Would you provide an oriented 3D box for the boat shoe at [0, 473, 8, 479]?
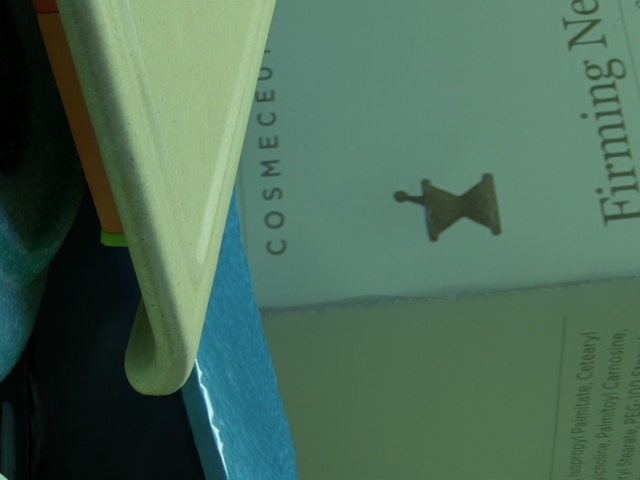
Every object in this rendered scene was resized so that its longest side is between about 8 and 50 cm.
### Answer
[{"bbox_3d":[-0.139,0.067,0.331,0.094,0.109,0.302,37,-5,8],"label":"boat shoe"}]

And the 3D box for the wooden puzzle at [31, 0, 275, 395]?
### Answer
[{"bbox_3d":[-0.050,-0.111,0.472,0.221,0.044,0.238,-81,169,-49],"label":"wooden puzzle"}]

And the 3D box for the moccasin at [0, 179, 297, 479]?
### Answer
[{"bbox_3d":[-0.104,-0.025,0.618,0.138,0.117,0.342,49,24,-55],"label":"moccasin"}]

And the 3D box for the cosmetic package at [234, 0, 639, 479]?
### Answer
[{"bbox_3d":[0.104,-0.029,0.892,0.327,0.394,0.329,83,1,-57],"label":"cosmetic package"}]

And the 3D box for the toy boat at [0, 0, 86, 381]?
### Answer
[{"bbox_3d":[-0.130,-0.119,0.462,0.267,0.148,0.318,69,13,-47],"label":"toy boat"}]
